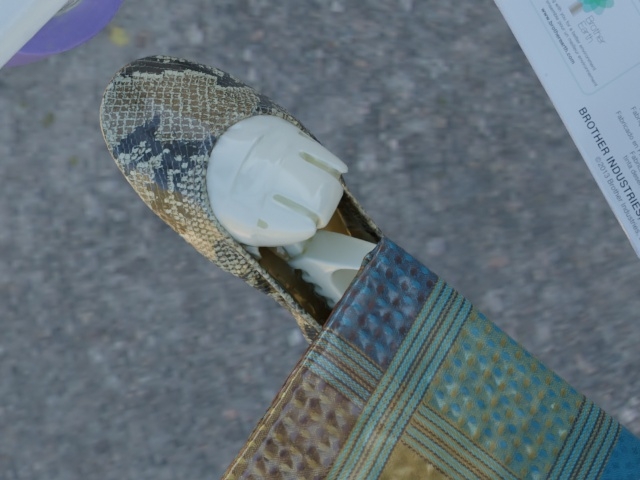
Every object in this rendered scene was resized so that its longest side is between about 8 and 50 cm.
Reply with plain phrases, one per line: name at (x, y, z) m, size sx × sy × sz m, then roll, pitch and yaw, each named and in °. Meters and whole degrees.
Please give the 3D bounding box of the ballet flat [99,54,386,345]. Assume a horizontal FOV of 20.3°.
ballet flat at (0.000, 0.000, 1.685) m, size 0.182 × 0.483 × 0.164 m, roll 13°, pitch 62°, yaw 52°

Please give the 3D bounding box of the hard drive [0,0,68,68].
hard drive at (-0.264, -0.150, 0.904) m, size 0.353 × 0.047 × 0.233 m, roll -41°, pitch 118°, yaw 21°

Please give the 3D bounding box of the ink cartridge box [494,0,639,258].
ink cartridge box at (0.374, -0.184, 1.389) m, size 0.395 × 0.151 × 0.270 m, roll -34°, pitch 73°, yaw 24°

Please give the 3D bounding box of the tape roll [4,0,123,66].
tape roll at (-0.257, -0.243, 1.494) m, size 0.080 × 0.189 × 0.189 m, roll -4°, pitch 92°, yaw 59°

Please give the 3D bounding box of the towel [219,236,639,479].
towel at (0.122, 0.207, 1.309) m, size 0.370 × 0.271 × 0.040 m, roll 39°, pitch 150°, yaw -7°
